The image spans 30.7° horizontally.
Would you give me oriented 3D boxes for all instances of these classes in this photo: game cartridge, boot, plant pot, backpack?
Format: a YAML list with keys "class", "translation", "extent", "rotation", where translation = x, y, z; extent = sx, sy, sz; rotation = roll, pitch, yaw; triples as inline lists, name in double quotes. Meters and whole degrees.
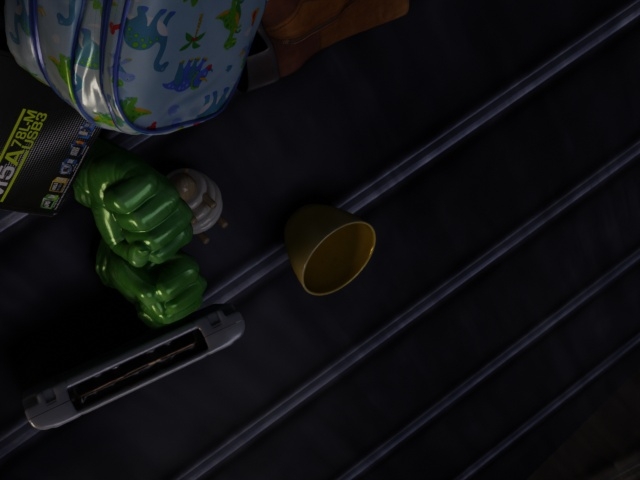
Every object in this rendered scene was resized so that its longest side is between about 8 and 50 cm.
- class: "game cartridge"
  translation: [-0.252, 0.166, 1.559]
  extent: [0.297, 0.062, 0.198]
  rotation: [-25, 179, -14]
- class: "boot"
  translation: [0.014, -0.324, 1.396]
  extent: [0.280, 0.096, 0.264]
  rotation: [-30, 143, -23]
- class: "plant pot"
  translation: [0.000, 0.000, 1.719]
  extent: [0.134, 0.095, 0.134]
  rotation: [-28, 142, -24]
- class: "backpack"
  translation: [-0.172, -0.279, 1.140]
  extent: [0.355, 0.273, 0.290]
  rotation: [-51, 167, 32]

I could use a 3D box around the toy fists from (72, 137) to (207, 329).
- class: "toy fists"
  translation: [-0.220, 0.004, 1.434]
  extent: [0.096, 0.142, 0.279]
  rotation: [-46, 150, -32]

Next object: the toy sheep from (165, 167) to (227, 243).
- class: "toy sheep"
  translation: [-0.166, -0.046, 1.505]
  extent: [0.091, 0.091, 0.132]
  rotation: [-37, 154, -12]

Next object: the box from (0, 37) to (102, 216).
- class: "box"
  translation: [-0.335, -0.122, 1.287]
  extent: [0.184, 0.045, 0.191]
  rotation: [8, 119, -53]
